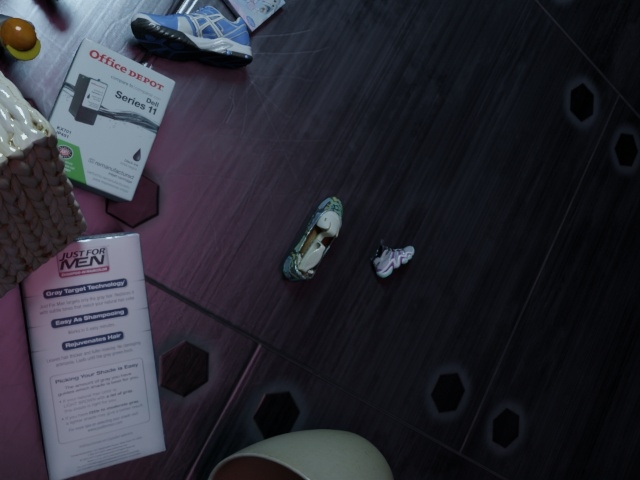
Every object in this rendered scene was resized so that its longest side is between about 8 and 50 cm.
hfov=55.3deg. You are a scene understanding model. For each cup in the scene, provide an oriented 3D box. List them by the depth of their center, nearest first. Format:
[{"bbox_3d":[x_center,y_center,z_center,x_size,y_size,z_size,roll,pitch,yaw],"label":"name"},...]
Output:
[{"bbox_3d":[-0.001,0.461,1.056,0.237,0.331,0.331,-24,104,-53],"label":"cup"}]

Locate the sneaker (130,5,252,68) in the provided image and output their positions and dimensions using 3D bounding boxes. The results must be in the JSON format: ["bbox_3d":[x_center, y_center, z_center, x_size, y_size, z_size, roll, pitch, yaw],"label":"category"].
[{"bbox_3d":[-0.213,-0.347,1.020,0.211,0.080,0.081,2,85,-38],"label":"sneaker"}]

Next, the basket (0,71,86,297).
[{"bbox_3d":[-0.480,-0.087,0.691,0.266,0.328,0.331,-40,84,-24],"label":"basket"}]

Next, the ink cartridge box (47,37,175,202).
[{"bbox_3d":[-0.336,-0.181,0.948,0.153,0.087,0.208,22,81,-28],"label":"ink cartridge box"}]

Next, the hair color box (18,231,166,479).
[{"bbox_3d":[-0.353,0.167,0.942,0.174,0.105,0.347,-8,96,-27],"label":"hair color box"}]

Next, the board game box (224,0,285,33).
[{"bbox_3d":[-0.123,-0.434,1.090,0.090,0.020,0.090,-47,112,-19],"label":"board game box"}]

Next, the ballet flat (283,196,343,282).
[{"bbox_3d":[0.000,0.000,1.149,0.070,0.070,0.188,35,76,-25],"label":"ballet flat"}]

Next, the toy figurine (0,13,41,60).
[{"bbox_3d":[-0.434,-0.374,0.812,0.213,0.148,0.209,-60,149,-16],"label":"toy figurine"}]

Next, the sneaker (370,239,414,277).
[{"bbox_3d":[0.143,0.023,1.241,0.098,0.038,0.069,-38,109,-22],"label":"sneaker"}]
